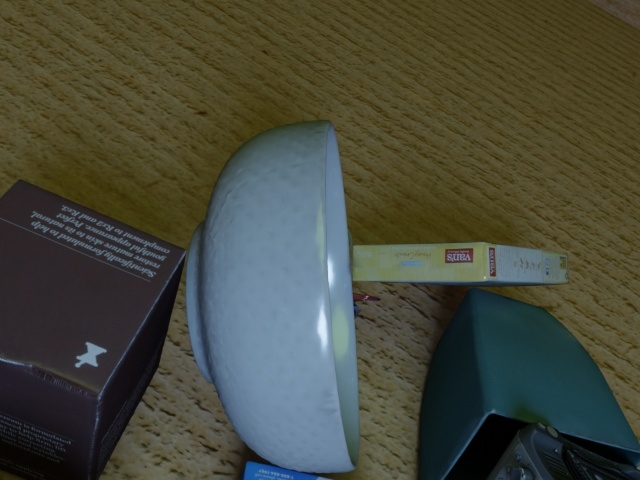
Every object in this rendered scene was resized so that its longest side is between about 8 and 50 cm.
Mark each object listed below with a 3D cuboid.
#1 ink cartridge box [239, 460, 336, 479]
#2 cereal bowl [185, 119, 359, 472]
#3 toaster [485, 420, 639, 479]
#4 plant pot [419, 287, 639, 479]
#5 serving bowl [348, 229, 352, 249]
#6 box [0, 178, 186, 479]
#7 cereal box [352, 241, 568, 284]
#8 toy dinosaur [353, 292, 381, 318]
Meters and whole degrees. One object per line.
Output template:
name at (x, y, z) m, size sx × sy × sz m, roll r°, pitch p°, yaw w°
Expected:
ink cartridge box at (-0.020, 0.314, 0.555) m, size 0.134 × 0.078 × 0.231 m, roll 16°, pitch 35°, yaw -9°
cereal bowl at (-0.043, 0.054, 0.658) m, size 0.141 × 0.339 × 0.339 m, roll -4°, pitch 47°, yaw 5°
toaster at (0.229, 0.271, 0.585) m, size 0.226 × 0.147 × 0.129 m, roll 27°, pitch 19°, yaw -20°
plant pot at (0.208, 0.175, 0.754) m, size 0.165 × 0.166 × 0.234 m, roll 16°, pitch 34°, yaw -8°
serving bowl at (0.000, 0.000, 0.918) m, size 0.083 × 0.027 × 0.083 m, roll 12°, pitch 45°, yaw -13°
box at (-0.241, 0.094, 0.603) m, size 0.168 × 0.203 × 0.167 m, roll 24°, pitch 44°, yaw -2°
cereal box at (0.176, 0.031, 0.816) m, size 0.240 × 0.172 × 0.048 m, roll 7°, pitch 83°, yaw -51°
toy dinosaur at (0.016, 0.061, 0.843) m, size 0.082 × 0.090 × 0.047 m, roll 46°, pitch 22°, yaw -23°
